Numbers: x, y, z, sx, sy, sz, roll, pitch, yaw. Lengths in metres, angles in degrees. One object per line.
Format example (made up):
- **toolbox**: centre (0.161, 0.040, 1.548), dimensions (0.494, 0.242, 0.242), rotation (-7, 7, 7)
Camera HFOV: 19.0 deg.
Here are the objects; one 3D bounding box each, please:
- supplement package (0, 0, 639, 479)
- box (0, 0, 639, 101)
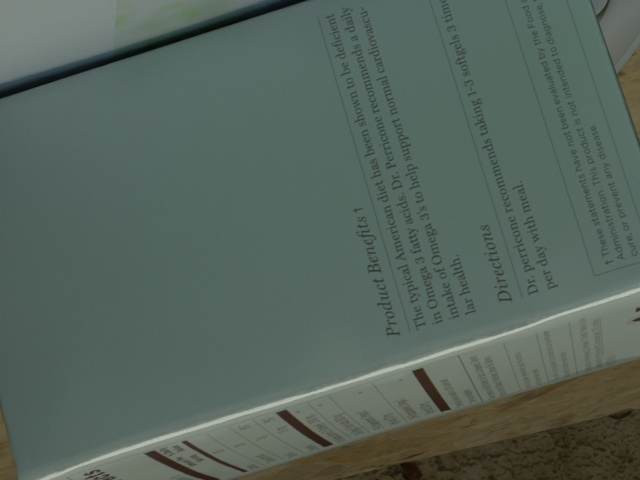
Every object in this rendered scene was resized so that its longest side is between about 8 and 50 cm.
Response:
- **supplement package**: centre (0.000, 0.000, 0.539), dimensions (0.179, 0.105, 0.105), rotation (-17, 166, 5)
- **box**: centre (-0.006, -0.124, 0.538), dimensions (0.231, 0.126, 0.262), rotation (-14, 166, -12)
